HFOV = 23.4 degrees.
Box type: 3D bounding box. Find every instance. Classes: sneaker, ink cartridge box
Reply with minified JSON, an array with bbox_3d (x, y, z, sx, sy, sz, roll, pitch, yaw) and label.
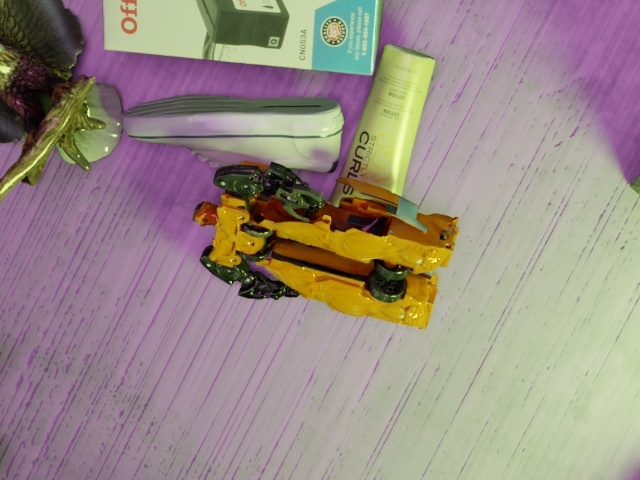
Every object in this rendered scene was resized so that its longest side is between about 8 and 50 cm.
[{"bbox_3d":[-0.102,-0.113,1.772,0.258,0.094,0.091,3,112,11],"label":"sneaker"},{"bbox_3d":[-0.081,-0.318,1.697,0.307,0.129,0.223,6,122,3],"label":"ink cartridge box"}]

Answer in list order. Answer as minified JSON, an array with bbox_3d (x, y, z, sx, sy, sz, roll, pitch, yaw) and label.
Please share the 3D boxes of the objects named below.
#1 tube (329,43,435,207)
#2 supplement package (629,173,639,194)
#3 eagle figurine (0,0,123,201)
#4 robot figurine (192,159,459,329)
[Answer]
[{"bbox_3d":[0.071,-0.103,1.778,0.070,0.062,0.240,30,108,43],"label":"tube"},{"bbox_3d":[0.489,-0.107,1.675,0.145,0.204,0.262,41,95,0],"label":"supplement package"},{"bbox_3d":[-0.374,-0.207,1.758,0.226,0.225,0.298,-28,55,-33],"label":"eagle figurine"},{"bbox_3d":[0.000,0.000,1.746,0.291,0.085,0.211,17,136,2],"label":"robot figurine"}]
